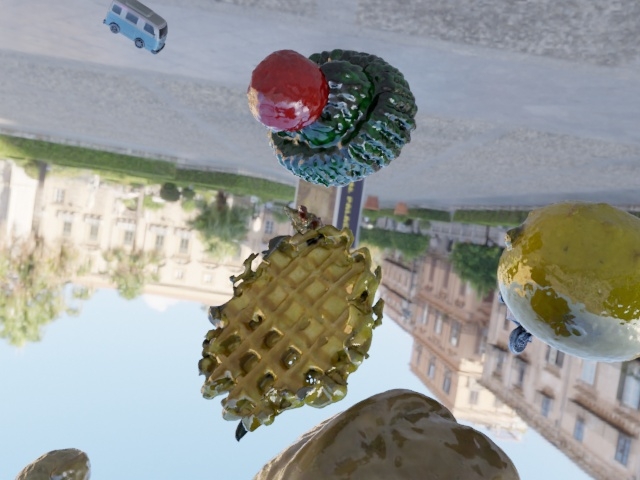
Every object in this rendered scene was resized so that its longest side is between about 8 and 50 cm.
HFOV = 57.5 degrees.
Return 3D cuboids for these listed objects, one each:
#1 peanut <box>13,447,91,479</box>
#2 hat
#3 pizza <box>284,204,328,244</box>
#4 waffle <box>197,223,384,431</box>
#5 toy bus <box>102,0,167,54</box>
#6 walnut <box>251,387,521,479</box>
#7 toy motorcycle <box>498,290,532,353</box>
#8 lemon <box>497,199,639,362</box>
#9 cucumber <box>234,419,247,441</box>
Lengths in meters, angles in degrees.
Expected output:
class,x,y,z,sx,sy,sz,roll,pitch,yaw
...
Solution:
class,x,y,z,sx,sy,sz,roll,pitch,yaw
peanut,-0.522,0.482,1.060,0.120,0.298,0.136,44,-162,-1
hat,-0.010,-0.233,0.983,0.274,0.243,0.332,-24,162,28
pizza,0.000,0.000,1.169,0.062,0.199,0.188,-28,-157,23
waffle,-0.046,0.102,0.760,0.262,0.281,0.060,-13,143,20
toy bus,-0.379,-0.454,1.217,0.122,0.075,0.060,30,-142,-10
walnut,0.081,0.380,0.767,0.380,0.382,0.381,8,-177,0
toy motorcycle,0.527,0.158,1.471,0.135,0.255,0.092,1,-176,-33
lemon,0.434,0.065,0.942,0.283,0.261,0.260,6,-177,7
cucumber,-0.146,0.389,1.350,0.033,0.036,0.184,4,-147,35
